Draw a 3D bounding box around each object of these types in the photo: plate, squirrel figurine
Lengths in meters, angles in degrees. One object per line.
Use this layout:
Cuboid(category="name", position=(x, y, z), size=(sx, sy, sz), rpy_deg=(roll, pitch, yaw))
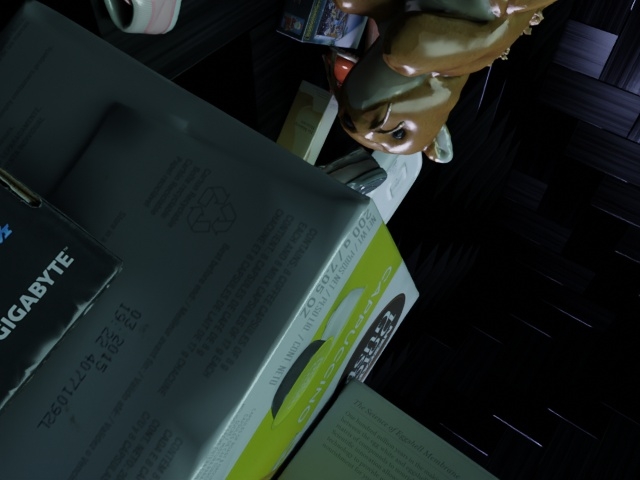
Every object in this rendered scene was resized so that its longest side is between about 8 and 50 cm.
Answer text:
Cuboid(category="plate", position=(0.164, -0.144, 1.352), size=(0.277, 0.045, 0.278), rpy_deg=(-55, 158, -10))
Cuboid(category="squirrel figurine", position=(0.183, -0.289, 0.751), size=(0.397, 0.281, 0.371), rpy_deg=(-32, 151, -39))

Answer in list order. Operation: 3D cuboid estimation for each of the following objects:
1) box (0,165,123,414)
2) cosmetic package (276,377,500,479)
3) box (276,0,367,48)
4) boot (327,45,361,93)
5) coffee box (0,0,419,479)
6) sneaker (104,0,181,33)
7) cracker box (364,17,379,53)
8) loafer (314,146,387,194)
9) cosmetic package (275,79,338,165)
Cuboid(category="box", position=(-0.298, 0.034, 0.249), size=(0.296, 0.293, 0.073), rpy_deg=(-54, -163, -16))
Cuboid(category="cosmetic package", position=(0.050, 0.281, 0.471), size=(0.225, 0.224, 0.138), rpy_deg=(-48, 158, -25))
Cuboid(category="box", position=(0.035, -0.376, 0.755), size=(0.159, 0.044, 0.233), rpy_deg=(-23, 138, -57))
Cuboid(category="boot", position=(0.038, -0.250, 0.915), size=(0.085, 0.059, 0.158), rpy_deg=(-56, 160, 4))
Cuboid(category="coffee box", position=(-0.148, 0.073, 0.529), size=(0.338, 0.338, 0.334), rpy_deg=(-56, 160, -6))
Cuboid(category="sneaker", position=(-0.151, -0.243, 0.502), size=(0.070, 0.051, 0.134), rpy_deg=(-40, 156, -52))
Cuboid(category="cracker box", position=(0.164, -0.380, 1.008), size=(0.232, 0.067, 0.156), rpy_deg=(-44, 152, -37))
Cuboid(category="loafer", position=(0.001, -0.101, 1.015), size=(0.267, 0.084, 0.096), rpy_deg=(-21, 165, -38))
Cuboid(category="cosmetic package", position=(-0.019, -0.176, 0.878), size=(0.041, 0.060, 0.115), rpy_deg=(-4, 121, -64))
